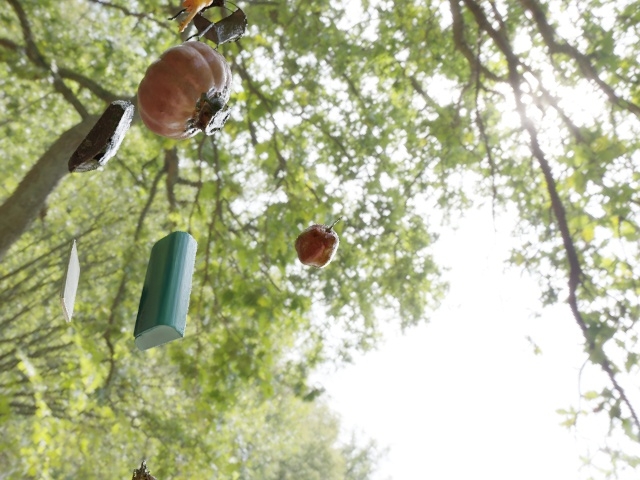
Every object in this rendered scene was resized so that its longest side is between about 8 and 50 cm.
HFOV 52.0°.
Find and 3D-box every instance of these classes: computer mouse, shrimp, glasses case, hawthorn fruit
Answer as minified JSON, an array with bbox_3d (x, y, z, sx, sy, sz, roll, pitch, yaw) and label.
[{"bbox_3d":[-0.507,-0.236,1.540,0.073,0.217,0.122,36,1,-16],"label":"computer mouse"},{"bbox_3d":[-0.574,0.846,2.193,0.051,0.115,0.217,134,-53,-60],"label":"shrimp"},{"bbox_3d":[-0.369,0.110,1.547,0.070,0.117,0.301,54,22,-41],"label":"glasses case"},{"bbox_3d":[0.000,0.000,2.343,0.162,0.162,0.203,44,-48,12],"label":"hawthorn fruit"}]

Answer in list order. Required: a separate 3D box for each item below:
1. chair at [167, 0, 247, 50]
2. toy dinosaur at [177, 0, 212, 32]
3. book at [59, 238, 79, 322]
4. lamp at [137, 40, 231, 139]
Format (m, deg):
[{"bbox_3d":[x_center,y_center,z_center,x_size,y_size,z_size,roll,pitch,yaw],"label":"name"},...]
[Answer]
[{"bbox_3d":[-0.352,-0.679,2.103,0.149,0.213,0.174,41,-23,23],"label":"chair"},{"bbox_3d":[-0.298,-0.625,1.644,0.117,0.288,0.070,10,-20,49],"label":"toy dinosaur"},{"bbox_3d":[-0.662,0.110,1.740,0.013,0.168,0.192,7,-28,-13],"label":"book"},{"bbox_3d":[-0.377,-0.419,1.898,0.239,0.305,0.305,40,-25,7],"label":"lamp"}]
